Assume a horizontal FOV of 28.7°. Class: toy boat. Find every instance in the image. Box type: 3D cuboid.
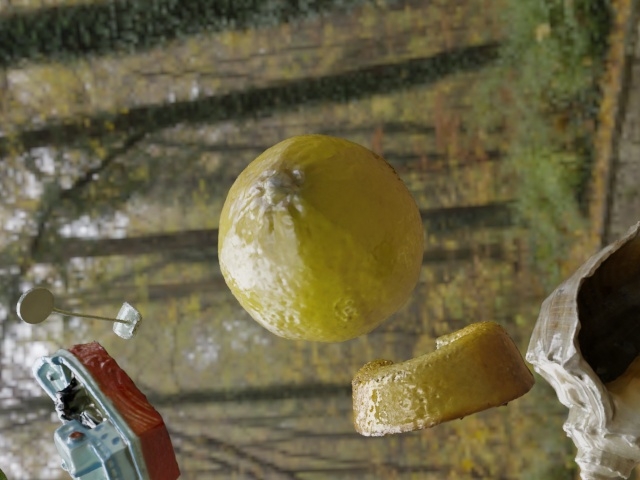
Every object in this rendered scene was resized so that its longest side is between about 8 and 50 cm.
[{"bbox_3d":[-0.331,0.250,1.777,0.332,0.133,0.145,36,145,50],"label":"toy boat"}]

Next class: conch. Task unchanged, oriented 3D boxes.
[{"bbox_3d":[0.340,0.127,1.483,0.263,0.186,0.324,34,-123,-48],"label":"conch"}]

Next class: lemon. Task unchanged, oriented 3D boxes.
[{"bbox_3d":[0.000,0.000,1.612,0.293,0.293,0.293,-3,-90,-84],"label":"lemon"}]

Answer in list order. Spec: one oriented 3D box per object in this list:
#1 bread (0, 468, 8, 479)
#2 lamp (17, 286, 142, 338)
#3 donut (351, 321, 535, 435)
[{"bbox_3d":[-0.484,0.376,1.741,0.071,0.130,0.139,12,-83,-50],"label":"bread"},{"bbox_3d":[-0.326,0.094,1.669,0.198,0.056,0.050,18,-81,-47],"label":"lamp"},{"bbox_3d":[0.068,0.079,0.715,0.043,0.108,0.097,71,161,-1],"label":"donut"}]
